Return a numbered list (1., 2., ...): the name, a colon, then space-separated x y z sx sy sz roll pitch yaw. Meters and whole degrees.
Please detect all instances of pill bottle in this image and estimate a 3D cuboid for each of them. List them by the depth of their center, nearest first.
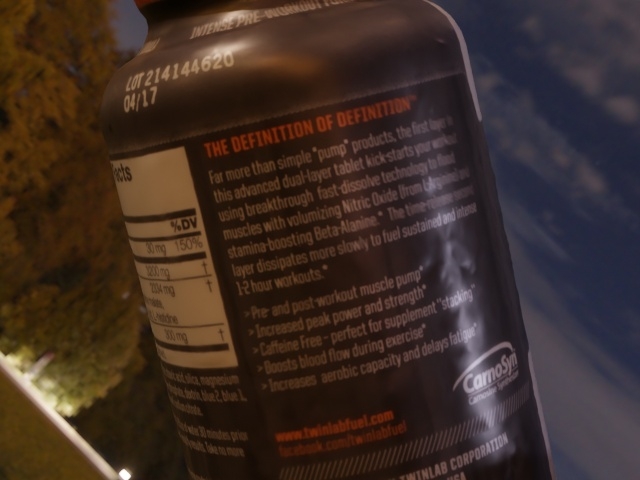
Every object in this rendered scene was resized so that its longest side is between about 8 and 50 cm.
1. pill bottle: 0.000 0.000 0.393 0.130 0.130 0.245 -167 -117 -73
